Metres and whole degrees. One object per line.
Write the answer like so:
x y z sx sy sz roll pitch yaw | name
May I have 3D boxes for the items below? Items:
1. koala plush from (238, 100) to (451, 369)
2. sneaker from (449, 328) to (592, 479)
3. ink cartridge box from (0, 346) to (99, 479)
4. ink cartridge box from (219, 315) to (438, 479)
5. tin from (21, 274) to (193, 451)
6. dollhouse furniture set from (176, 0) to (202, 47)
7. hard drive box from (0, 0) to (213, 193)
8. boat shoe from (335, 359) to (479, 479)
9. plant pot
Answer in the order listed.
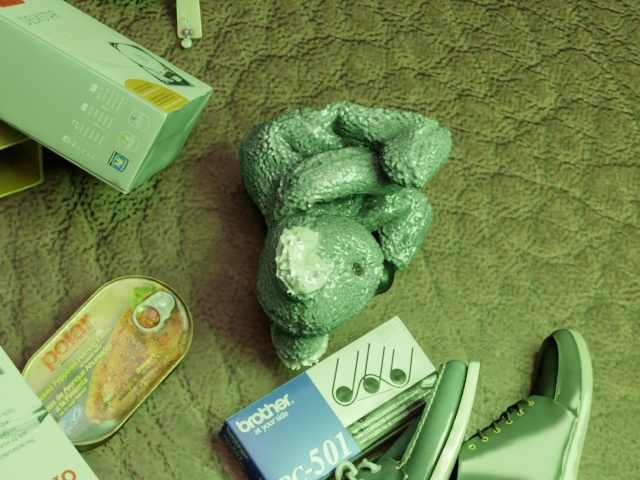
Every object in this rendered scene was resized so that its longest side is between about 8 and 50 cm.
0.000 0.000 1.377 0.203 0.196 0.221 13 59 4 | koala plush
0.190 0.177 1.396 0.118 0.083 0.222 15 64 -6 | sneaker
-0.315 0.183 1.249 0.153 0.087 0.208 -27 73 -42 | ink cartridge box
0.016 0.165 1.381 0.207 0.046 0.097 -30 75 -23 | ink cartridge box
-0.202 0.115 1.358 0.106 0.040 0.190 42 63 3 | tin
-0.176 -0.250 1.547 0.114 0.091 0.081 1 106 11 | dollhouse furniture set
-0.241 -0.155 1.388 0.232 0.181 0.089 30 106 1 | hard drive box
0.050 0.240 1.297 0.099 0.116 0.319 24 79 10 | boat shoe
-0.324 -0.096 1.403 0.081 0.081 0.083 -21 62 -21 | plant pot
